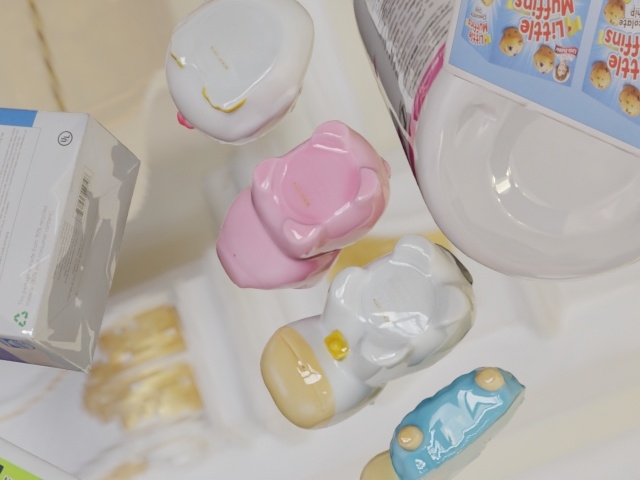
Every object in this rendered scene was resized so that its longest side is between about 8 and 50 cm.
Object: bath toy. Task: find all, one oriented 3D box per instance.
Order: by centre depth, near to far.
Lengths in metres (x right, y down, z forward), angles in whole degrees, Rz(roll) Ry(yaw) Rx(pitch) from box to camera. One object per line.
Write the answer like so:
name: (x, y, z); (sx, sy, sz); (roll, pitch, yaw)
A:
bath toy: (0.000, 0.000, 1.188); (0.348, 0.151, 0.129); (62, 3, 15)

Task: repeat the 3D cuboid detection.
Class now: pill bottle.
pill bottle: (0.105, -0.115, 0.985); (0.160, 0.160, 0.283); (60, 8, -32)

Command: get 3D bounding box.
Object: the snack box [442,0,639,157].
snack box: (0.114, -0.042, 0.462); (0.022, 0.178, 0.064); (-31, 139, -46)

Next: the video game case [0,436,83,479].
video game case: (-0.115, 0.201, 1.051); (0.244, 0.061, 0.269); (28, -17, 1)

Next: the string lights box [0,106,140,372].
string lights box: (-0.248, -0.010, 1.048); (0.077, 0.259, 0.133); (45, 54, -63)
